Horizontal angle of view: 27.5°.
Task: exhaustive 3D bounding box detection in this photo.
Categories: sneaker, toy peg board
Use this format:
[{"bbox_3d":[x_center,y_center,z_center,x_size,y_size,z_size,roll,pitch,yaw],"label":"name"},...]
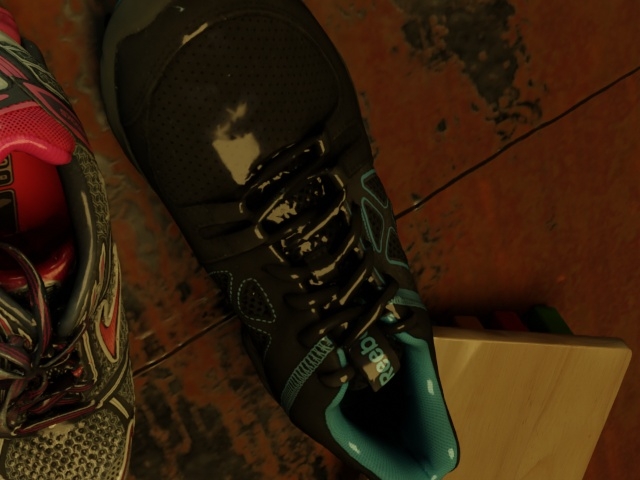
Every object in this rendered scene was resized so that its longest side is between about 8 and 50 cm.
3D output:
[{"bbox_3d":[-0.149,0.040,0.632,0.121,0.112,0.299,-24,132,-19],"label":"sneaker"},{"bbox_3d":[0.000,0.000,0.688,0.125,0.139,0.341,-34,132,-8],"label":"sneaker"},{"bbox_3d":[0.104,0.116,0.901,0.160,0.079,0.161,5,118,-19],"label":"toy peg board"}]
